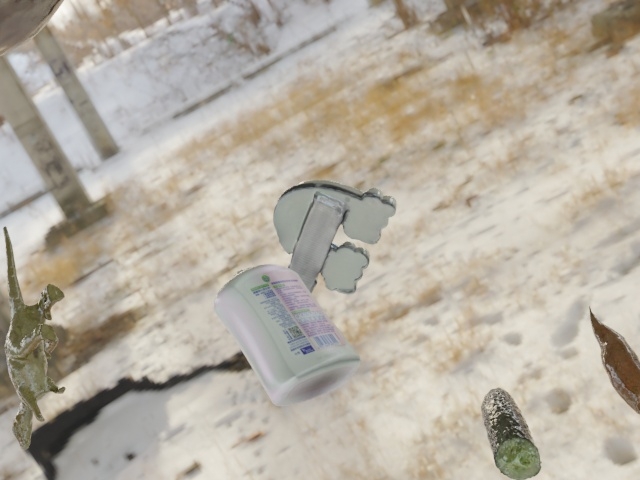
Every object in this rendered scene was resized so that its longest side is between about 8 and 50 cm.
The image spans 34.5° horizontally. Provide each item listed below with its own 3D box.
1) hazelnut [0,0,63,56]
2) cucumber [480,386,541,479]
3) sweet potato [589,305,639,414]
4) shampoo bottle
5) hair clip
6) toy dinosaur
[{"bbox_3d":[-0.233,-0.197,0.624,0.218,0.218,0.234,-23,25,23],"label":"hazelnut"},{"bbox_3d":[0.235,0.231,1.300,0.052,0.058,0.215,-45,7,11],"label":"cucumber"},{"bbox_3d":[0.428,0.169,1.478,0.056,0.056,0.195,-26,47,10],"label":"sweet potato"},{"bbox_3d":[-0.027,0.058,0.691,0.072,0.099,0.043,-10,-36,-45],"label":"shampoo bottle"},{"bbox_3d":[0.000,0.000,1.299,0.054,0.140,0.220,-56,-8,-46],"label":"hair clip"},{"bbox_3d":[-0.267,0.087,0.911,0.039,0.162,0.126,0,-48,-44],"label":"toy dinosaur"}]
